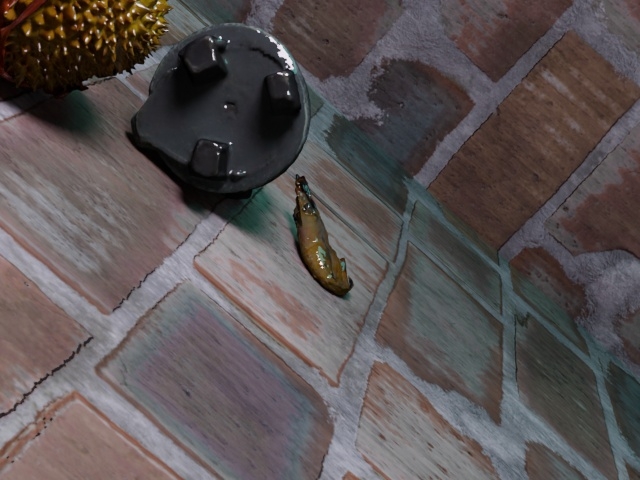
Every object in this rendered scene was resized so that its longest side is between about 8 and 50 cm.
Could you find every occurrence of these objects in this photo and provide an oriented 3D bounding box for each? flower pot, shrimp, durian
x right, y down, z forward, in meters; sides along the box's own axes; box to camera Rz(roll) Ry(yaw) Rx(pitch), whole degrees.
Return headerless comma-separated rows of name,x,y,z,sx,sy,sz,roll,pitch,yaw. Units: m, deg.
flower pot,-0.163,-0.210,2.063,0.299,0.299,0.283,42,2,0
shrimp,-0.009,-0.003,2.240,0.117,0.066,0.262,48,21,-46
durian,-0.401,-0.374,1.832,0.384,0.347,0.347,14,5,20
